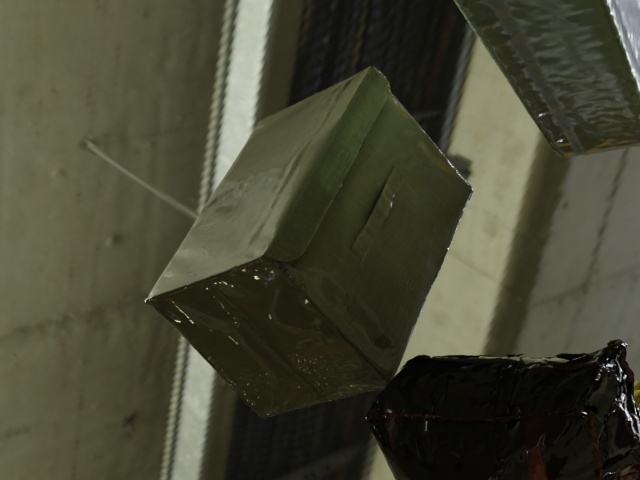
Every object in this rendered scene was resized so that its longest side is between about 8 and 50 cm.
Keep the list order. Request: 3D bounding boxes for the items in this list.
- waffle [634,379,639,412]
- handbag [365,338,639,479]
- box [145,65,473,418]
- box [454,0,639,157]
[{"bbox_3d":[0.414,0.193,1.261,0.281,0.058,0.300,-34,-49,28],"label":"waffle"},{"bbox_3d":[0.151,0.175,0.856,0.155,0.169,0.215,-47,-62,-53],"label":"handbag"},{"bbox_3d":[0.000,0.000,1.035,0.149,0.155,0.231,48,-135,-23],"label":"box"},{"bbox_3d":[0.141,-0.289,0.862,0.396,0.111,0.396,34,-132,-63],"label":"box"}]
